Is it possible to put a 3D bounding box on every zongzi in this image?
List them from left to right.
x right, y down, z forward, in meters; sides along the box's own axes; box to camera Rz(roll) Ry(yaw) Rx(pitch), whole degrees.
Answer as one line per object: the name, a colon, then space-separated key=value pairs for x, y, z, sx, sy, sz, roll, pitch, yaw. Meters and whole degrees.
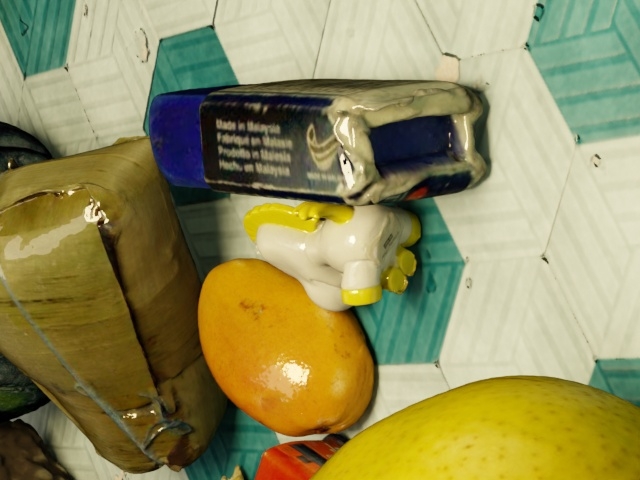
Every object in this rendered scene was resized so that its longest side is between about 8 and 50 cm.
zongzi: x=-0.297 y=0.081 z=1.884 sx=0.393 sy=0.174 sz=0.356 roll=-5 pitch=121 yaw=20

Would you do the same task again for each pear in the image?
pear: x=0.136 y=0.278 z=1.370 sx=0.418 sy=0.362 sz=0.362 roll=0 pitch=96 yaw=47

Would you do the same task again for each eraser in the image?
eraser: x=-0.014 y=-0.090 z=1.651 sx=0.332 sy=0.155 sz=0.102 roll=5 pitch=102 yaw=51

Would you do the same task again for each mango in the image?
mango: x=-0.044 y=0.096 z=1.768 sx=0.217 sy=0.102 sz=0.141 roll=48 pitch=125 yaw=32

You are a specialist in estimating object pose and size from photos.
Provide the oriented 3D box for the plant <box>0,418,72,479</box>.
plant: x=-0.362 y=0.376 z=2.132 sx=0.312 sy=0.215 sz=0.213 roll=59 pitch=142 yaw=23

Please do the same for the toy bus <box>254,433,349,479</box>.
toy bus: x=-0.024 y=0.319 z=1.740 sx=0.121 sy=0.120 sz=0.265 roll=28 pitch=105 yaw=45

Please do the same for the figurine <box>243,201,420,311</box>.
figurine: x=0.004 y=0.004 z=1.678 sx=0.178 sy=0.129 sz=0.109 roll=-13 pitch=45 yaw=60

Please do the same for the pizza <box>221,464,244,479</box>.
pizza: x=-0.129 y=0.383 z=1.953 sx=0.287 sy=0.075 sz=0.280 roll=-15 pitch=79 yaw=49

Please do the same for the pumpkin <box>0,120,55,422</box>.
pumpkin: x=-0.412 y=0.035 z=2.089 sx=0.363 sy=0.266 sz=0.363 roll=5 pitch=96 yaw=54
